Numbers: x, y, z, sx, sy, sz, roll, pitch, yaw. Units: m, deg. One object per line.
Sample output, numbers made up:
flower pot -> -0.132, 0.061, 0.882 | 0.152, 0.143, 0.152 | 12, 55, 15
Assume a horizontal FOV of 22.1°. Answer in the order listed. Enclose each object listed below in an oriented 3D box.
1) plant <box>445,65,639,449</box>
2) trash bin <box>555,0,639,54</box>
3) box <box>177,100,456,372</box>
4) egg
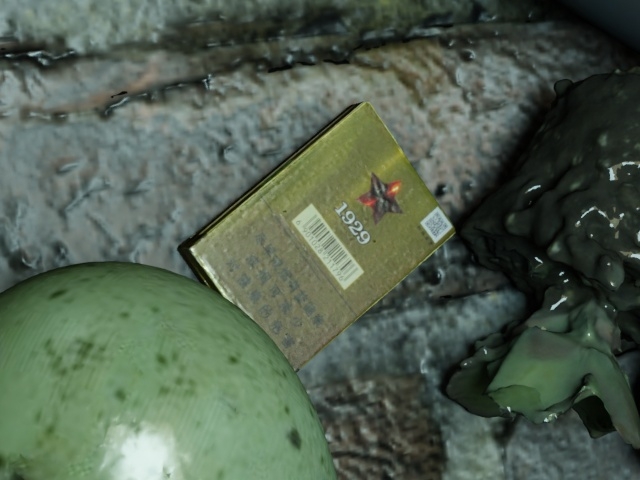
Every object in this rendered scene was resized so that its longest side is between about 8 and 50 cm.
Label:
plant -> 0.151, 0.015, 0.885 | 0.131, 0.142, 0.203 | 31, 67, -34
trash bin -> 0.216, -0.233, 0.903 | 0.209, 0.182, 0.290 | 27, 71, -20
box -> 0.000, 0.000, 0.873 | 0.133, 0.023, 0.090 | -41, 105, -21
egg -> -0.079, 0.112, 0.749 | 0.228, 0.177, 0.177 | 45, 71, -29
